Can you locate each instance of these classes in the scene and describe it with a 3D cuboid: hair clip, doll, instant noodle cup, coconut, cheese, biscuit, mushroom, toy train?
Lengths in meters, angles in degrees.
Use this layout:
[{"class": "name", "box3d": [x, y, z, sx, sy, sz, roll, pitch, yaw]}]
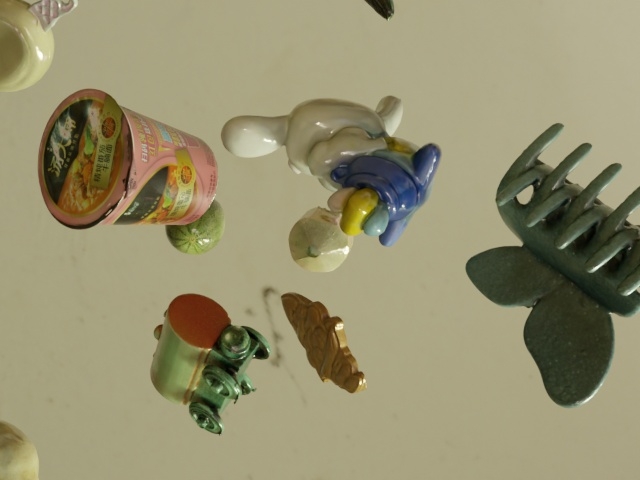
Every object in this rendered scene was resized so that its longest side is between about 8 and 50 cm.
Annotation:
[{"class": "hair clip", "box3d": [0.421, 0.005, 1.775, 0.392, 0.238, 0.318, -39, -120, -15]}, {"class": "doll", "box3d": [0.069, -0.125, 1.911, 0.376, 0.187, 0.365, -26, -131, -22]}, {"class": "instant noodle cup", "box3d": [-0.316, -0.122, 1.925, 0.244, 0.244, 0.255, -9, 169, 37]}, {"class": "coconut", "box3d": [0.000, 0.000, 2.079, 0.116, 0.116, 0.122, -22, -166, 17]}, {"class": "cheese", "box3d": [-0.438, -0.310, 1.654, 0.227, 0.137, 0.064, -28, -164, 33]}, {"class": "biscuit", "box3d": [-0.001, 0.168, 1.888, 0.035, 0.162, 0.250, -16, -137, -27]}, {"class": "mushroom", "box3d": [-0.618, 0.468, 2.074, 0.260, 0.234, 0.254, -45, -113, 2]}, {"class": "toy train", "box3d": [-0.182, 0.186, 1.707, 0.116, 0.177, 0.285, -52, 174, -30]}]

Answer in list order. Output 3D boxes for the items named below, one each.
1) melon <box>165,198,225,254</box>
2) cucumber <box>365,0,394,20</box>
[{"class": "melon", "box3d": [-0.285, -0.040, 2.549, 0.139, 0.139, 0.192, -26, -160, 9]}, {"class": "cucumber", "box3d": [0.055, -0.514, 2.081, 0.056, 0.284, 0.056, -31, 163, -10]}]
